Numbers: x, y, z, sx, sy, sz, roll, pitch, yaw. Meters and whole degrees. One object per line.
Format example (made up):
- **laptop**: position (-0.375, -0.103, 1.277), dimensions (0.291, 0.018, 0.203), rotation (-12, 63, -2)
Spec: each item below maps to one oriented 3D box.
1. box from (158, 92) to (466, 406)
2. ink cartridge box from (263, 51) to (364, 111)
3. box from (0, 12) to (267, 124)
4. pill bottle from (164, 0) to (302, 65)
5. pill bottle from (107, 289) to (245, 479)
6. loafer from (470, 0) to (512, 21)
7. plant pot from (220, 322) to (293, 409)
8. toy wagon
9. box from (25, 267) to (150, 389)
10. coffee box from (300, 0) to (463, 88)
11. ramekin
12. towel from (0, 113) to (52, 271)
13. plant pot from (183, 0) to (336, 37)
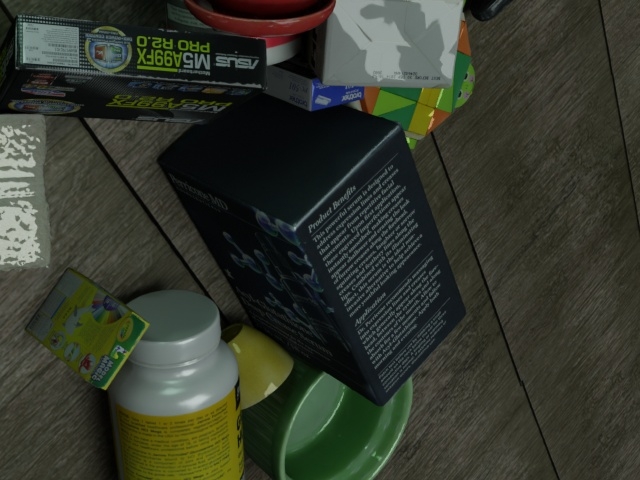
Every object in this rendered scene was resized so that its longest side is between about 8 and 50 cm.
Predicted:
- **box**: position (0.000, 0.000, 1.457), dimensions (0.212, 0.293, 0.395), rotation (-44, 135, -20)
- **ink cartridge box**: position (-0.045, -0.228, 1.358), dimensions (0.097, 0.207, 0.046), rotation (-19, 123, -38)
- **box**: position (-0.221, -0.185, 1.140), dimensions (0.270, 0.216, 0.060), rotation (1, 84, -25)
- **pill bottle**: position (-0.110, -0.386, 1.236), dimensions (0.176, 0.176, 0.319), rotation (-22, 125, -36)
- **pill bottle**: position (-0.207, 0.249, 1.455), dimensions (0.188, 0.188, 0.334), rotation (-23, 126, -36)
- **loafer**: position (0.339, -0.447, 1.733), dimensions (0.223, 0.076, 0.078), rotation (-50, 129, -20)
- **plant pot**: position (-0.123, 0.186, 1.568), dimensions (0.134, 0.134, 0.095), rotation (-41, 110, -23)
- **toy wagon**: position (0.163, -0.283, 1.646), dimensions (0.344, 0.068, 0.267), rotation (8, 104, -47)
- **box**: position (-0.296, 0.116, 1.303), dimensions (0.105, 0.179, 0.043), rotation (-56, 138, -7)
- **coffee box**: position (0.058, -0.301, 1.329), dimensions (0.168, 0.297, 0.119), rotation (-1, 116, -13)
- **ramekin**: position (0.001, 0.288, 1.715), dimensions (0.303, 0.148, 0.304), rotation (-22, 125, -36)
- **towel**: position (-0.440, -0.047, 1.118), dimensions (0.282, 0.049, 0.187), rotation (-5, 97, -32)
- **plant pot**: position (-0.059, -0.322, 1.075), dimensions (0.191, 0.191, 0.174), rotation (-25, 133, -35)
